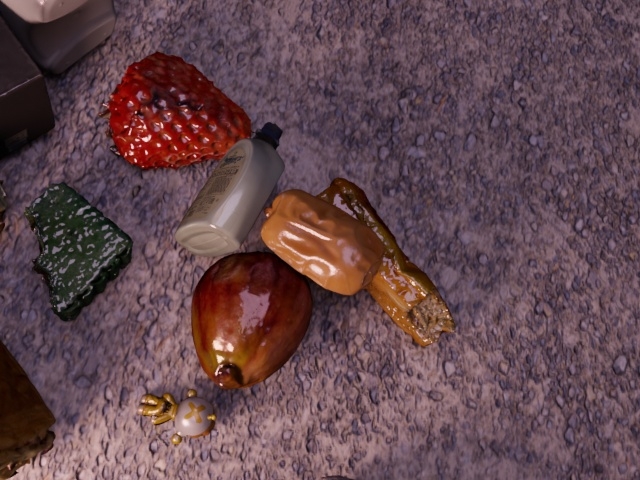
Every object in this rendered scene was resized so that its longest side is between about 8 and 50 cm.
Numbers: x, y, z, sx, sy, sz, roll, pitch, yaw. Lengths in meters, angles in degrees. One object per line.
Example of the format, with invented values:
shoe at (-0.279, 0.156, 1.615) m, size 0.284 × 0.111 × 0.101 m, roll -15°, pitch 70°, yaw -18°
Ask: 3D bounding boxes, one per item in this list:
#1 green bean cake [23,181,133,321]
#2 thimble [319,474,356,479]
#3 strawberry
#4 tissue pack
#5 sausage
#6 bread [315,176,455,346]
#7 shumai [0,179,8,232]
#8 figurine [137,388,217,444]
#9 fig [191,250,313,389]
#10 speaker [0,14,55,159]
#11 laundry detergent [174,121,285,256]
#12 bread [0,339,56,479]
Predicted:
green bean cake at (-0.480, 0.020, 1.503) m, size 0.208 × 0.107 × 0.193 m, roll 41°, pitch 73°, yaw 3°
thimble at (0.040, 0.544, 1.401) m, size 0.157 × 0.217 × 0.245 m, roll 19°, pitch 86°, yaw -1°
strawberry at (-0.295, -0.250, 1.604) m, size 0.280 × 0.150 × 0.253 m, roll 41°, pitch 70°, yaw 4°
tissue pack at (-0.532, -0.499, 1.528) m, size 0.236 × 0.333 × 0.229 m, roll 45°, pitch 68°, yaw 1°
sausage at (0.000, -0.001, 1.465) m, size 0.241 × 0.120 × 0.136 m, roll 35°, pitch 51°, yaw 17°
bread at (0.129, 0.044, 1.584) m, size 0.109 × 0.185 × 0.380 m, roll -38°, pitch 85°, yaw -13°
shumai at (-0.680, -0.097, 1.463) m, size 0.218 × 0.256 × 0.189 m, roll 26°, pitch 48°, yaw -38°
figurine at (-0.262, 0.315, 1.484) m, size 0.143 × 0.068 × 0.101 m, roll 33°, pitch 61°, yaw 17°
fig at (-0.137, 0.145, 1.487) m, size 0.224 × 0.224 × 0.263 m, roll 25°, pitch 82°, yaw -3°
speaker at (-0.639, -0.296, 1.488) m, size 0.184 × 0.254 × 0.232 m, roll -35°, pitch 83°, yaw -20°
laundry detergent at (-0.162, -0.109, 1.556) m, size 0.105 × 0.215 × 0.280 m, roll 36°, pitch 64°, yaw -23°
bread at (-0.616, 0.266, 1.336) m, size 0.167 × 0.277 × 0.324 m, roll -38°, pitch 83°, yaw 4°
